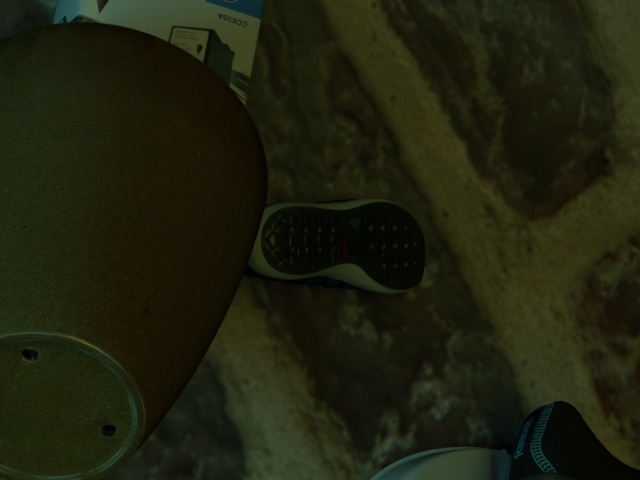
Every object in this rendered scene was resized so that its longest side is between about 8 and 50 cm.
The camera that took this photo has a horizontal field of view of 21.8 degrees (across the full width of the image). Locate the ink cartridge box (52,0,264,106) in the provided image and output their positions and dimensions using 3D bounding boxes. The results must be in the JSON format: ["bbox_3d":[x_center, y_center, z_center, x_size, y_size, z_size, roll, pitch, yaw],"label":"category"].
[{"bbox_3d":[-0.126,-0.123,1.214,0.139,0.082,0.191,14,77,-23],"label":"ink cartridge box"}]

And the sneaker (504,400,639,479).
[{"bbox_3d":[0.271,0.260,1.330,0.341,0.125,0.140,45,35,-29],"label":"sneaker"}]

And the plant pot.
[{"bbox_3d":[-0.158,0.026,1.038,0.237,0.237,0.254,32,29,-18],"label":"plant pot"}]

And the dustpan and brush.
[{"bbox_3d":[0.052,0.224,1.279,0.211,0.060,0.147,12,67,-30],"label":"dustpan and brush"}]

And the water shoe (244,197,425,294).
[{"bbox_3d":[0.000,0.000,1.267,0.203,0.080,0.073,10,83,-49],"label":"water shoe"}]
